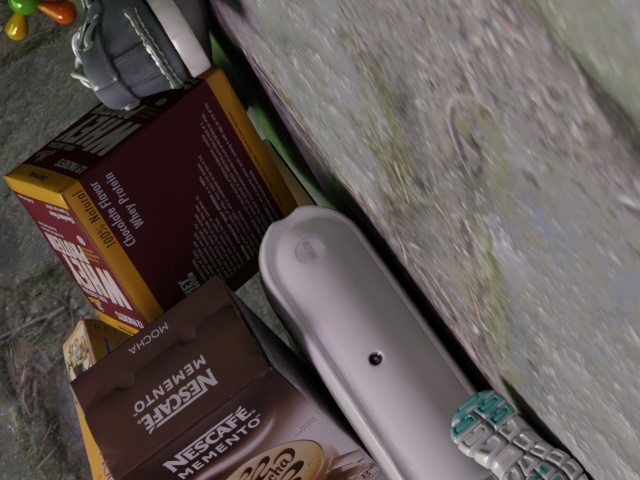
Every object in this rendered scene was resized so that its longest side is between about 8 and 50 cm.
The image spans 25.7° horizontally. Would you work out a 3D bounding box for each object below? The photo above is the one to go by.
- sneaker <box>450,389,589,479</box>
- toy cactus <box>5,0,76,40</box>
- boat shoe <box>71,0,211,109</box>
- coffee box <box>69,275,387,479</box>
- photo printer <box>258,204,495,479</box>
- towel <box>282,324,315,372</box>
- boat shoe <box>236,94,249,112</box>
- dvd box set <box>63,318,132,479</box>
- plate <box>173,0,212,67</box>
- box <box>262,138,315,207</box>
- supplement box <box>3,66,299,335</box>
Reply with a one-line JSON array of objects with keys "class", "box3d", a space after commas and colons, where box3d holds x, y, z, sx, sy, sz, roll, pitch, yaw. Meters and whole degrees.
[{"class": "sneaker", "box3d": [0.166, 0.179, 1.031, 0.076, 0.065, 0.166, 39, -169, -43]}, {"class": "toy cactus", "box3d": [-0.263, -0.274, 1.186, 0.112, 0.180, 0.219, 10, 173, 13]}, {"class": "boat shoe", "box3d": [-0.185, -0.184, 1.236, 0.116, 0.099, 0.319, 58, 173, -24]}, {"class": "coffee box", "box3d": [-0.075, 0.181, 1.302, 0.119, 0.168, 0.297, 56, -175, 37]}, {"class": "photo printer", "box3d": [0.056, 0.115, 1.275, 0.307, 0.107, 0.256, 55, 176, 20]}, {"class": "towel", "box3d": [-0.011, 0.109, 1.610, 0.312, 0.056, 0.324, -117, 7, -64]}, {"class": "boat shoe", "box3d": [-0.132, -0.131, 1.513, 0.079, 0.081, 0.227, 22, -173, -13]}, {"class": "dvd box set", "box3d": [-0.099, 0.279, 1.506, 0.307, 0.062, 0.420, 17, -146, -36]}, {"class": "plate", "box3d": [-0.182, -0.296, 1.310, 0.278, 0.045, 0.277, 55, 175, 12]}, {"class": "box", "box3d": [0.000, 0.000, 1.548, 0.201, 0.021, 0.164, 53, 174, 26]}, {"class": "supplement box", "box3d": [-0.153, -0.037, 1.333, 0.129, 0.194, 0.191, 16, 142, 53]}]
